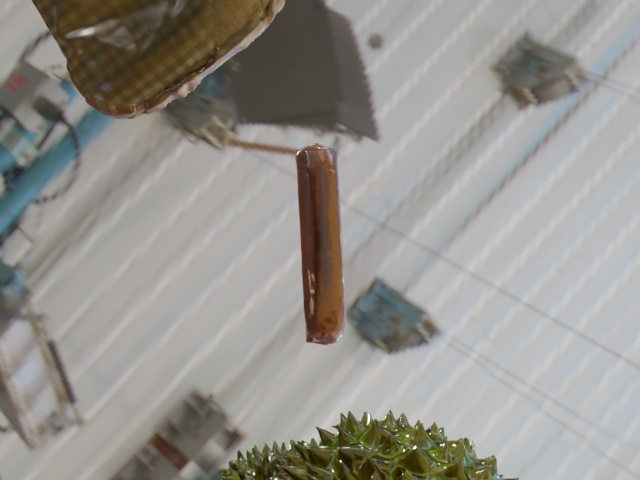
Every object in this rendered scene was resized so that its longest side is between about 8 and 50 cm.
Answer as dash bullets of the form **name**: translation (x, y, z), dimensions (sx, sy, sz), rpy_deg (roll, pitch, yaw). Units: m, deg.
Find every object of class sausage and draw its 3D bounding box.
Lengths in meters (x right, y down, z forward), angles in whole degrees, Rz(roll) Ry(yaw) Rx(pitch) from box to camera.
- **sausage**: translation (0.001, 0.000, 1.161), dimensions (0.030, 0.035, 0.147), rpy_deg (-4, -104, 1)

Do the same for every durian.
- **durian**: translation (0.028, 0.160, 0.813), dimensions (0.159, 0.198, 0.146), rpy_deg (40, -109, -38)

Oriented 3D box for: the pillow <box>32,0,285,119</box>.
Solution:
- **pillow**: translation (-0.120, -0.175, 0.907), dimensions (0.135, 0.034, 0.211), rpy_deg (-38, -93, 5)
